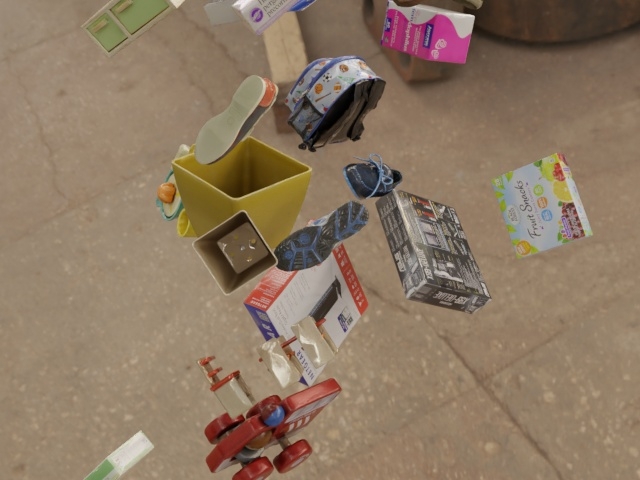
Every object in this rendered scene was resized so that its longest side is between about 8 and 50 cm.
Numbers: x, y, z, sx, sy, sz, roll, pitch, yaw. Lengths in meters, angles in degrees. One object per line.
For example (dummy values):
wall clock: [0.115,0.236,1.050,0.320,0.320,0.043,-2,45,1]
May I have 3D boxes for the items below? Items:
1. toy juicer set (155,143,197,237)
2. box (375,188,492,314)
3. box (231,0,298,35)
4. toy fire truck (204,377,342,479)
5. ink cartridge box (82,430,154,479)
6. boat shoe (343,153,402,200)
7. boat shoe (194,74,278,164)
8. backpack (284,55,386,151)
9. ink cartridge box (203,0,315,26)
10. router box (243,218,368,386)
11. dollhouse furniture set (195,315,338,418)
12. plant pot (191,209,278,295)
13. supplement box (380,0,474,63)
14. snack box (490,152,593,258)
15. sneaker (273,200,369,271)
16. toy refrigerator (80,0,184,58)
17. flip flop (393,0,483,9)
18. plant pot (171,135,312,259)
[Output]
toy juicer set: [-0.343,-0.147,1.789,0.089,0.209,0.329,11,13,-33]
box: [0.286,0.026,1.887,0.076,0.242,0.307,-45,46,36]
box: [-0.029,-0.536,1.450,0.324,0.063,0.067,-41,36,0]
toy fire truck: [-0.113,0.431,1.715,0.302,0.254,0.169,-11,56,-44]
ink cartridge box: [-0.470,0.511,1.534,0.171,0.056,0.235,-44,-6,27]
boat shoe: [0.125,-0.155,1.722,0.089,0.109,0.258,-24,0,20]
boat shoe: [-0.105,-0.147,0.923,0.049,0.043,0.137,47,108,18]
backpack: [0.049,-0.413,2.142,0.213,0.263,0.276,53,37,10]
ink cartridge box: [-0.120,-0.593,1.773,0.332,0.065,0.165,8,42,43]
router box: [-0.025,0.166,1.930,0.082,0.335,0.301,17,57,36]
dollhouse furniture set: [-0.099,0.226,1.462,0.259,0.262,0.135,-32,84,-3]
plant pot: [-0.141,0.018,1.281,0.109,0.109,0.096,-33,2,5]
supplement box: [0.251,-0.498,1.756,0.114,0.111,0.220,-3,23,-28]
snack box: [0.526,-0.080,1.761,0.174,0.070,0.207,-21,80,35]
sneaker: [0.000,0.000,1.453,0.211,0.081,0.080,-29,88,-13]
toy refrigerator: [-0.441,-0.544,1.749,0.269,0.102,0.094,-20,32,37]
flip flop: [0.196,-0.508,1.501,0.277,0.080,0.112,14,19,-14]
plant pot: [-0.167,-0.077,1.560,0.212,0.187,0.212,-25,43,-39]
